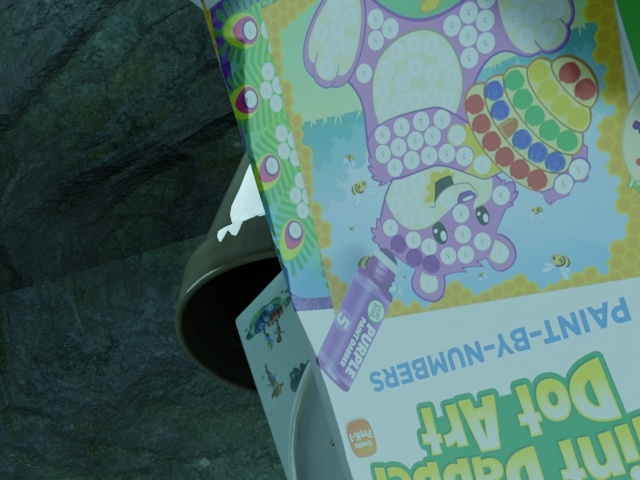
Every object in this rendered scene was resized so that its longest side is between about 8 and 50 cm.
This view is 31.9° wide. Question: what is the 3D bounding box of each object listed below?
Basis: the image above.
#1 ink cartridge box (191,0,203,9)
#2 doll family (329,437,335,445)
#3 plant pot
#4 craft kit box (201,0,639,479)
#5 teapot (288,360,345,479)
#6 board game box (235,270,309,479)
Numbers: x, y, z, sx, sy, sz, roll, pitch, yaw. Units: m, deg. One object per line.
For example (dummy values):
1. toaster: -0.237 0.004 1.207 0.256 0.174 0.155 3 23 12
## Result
1. ink cartridge box: -0.095 -0.360 0.915 0.395 0.151 0.270 41 144 48
2. doll family: 0.076 0.112 0.596 0.076 0.111 0.193 -62 4 -12
3. plant pot: 0.000 0.000 1.361 0.323 0.323 0.280 77 -168 -51
4. craft kit box: 0.077 -0.037 0.347 0.250 0.061 0.246 -25 82 45
5. teapot: 0.114 0.139 0.771 0.187 0.256 0.252 9 -148 -52
6. board game box: 0.064 0.188 1.048 0.224 0.097 0.303 20 -146 -41
